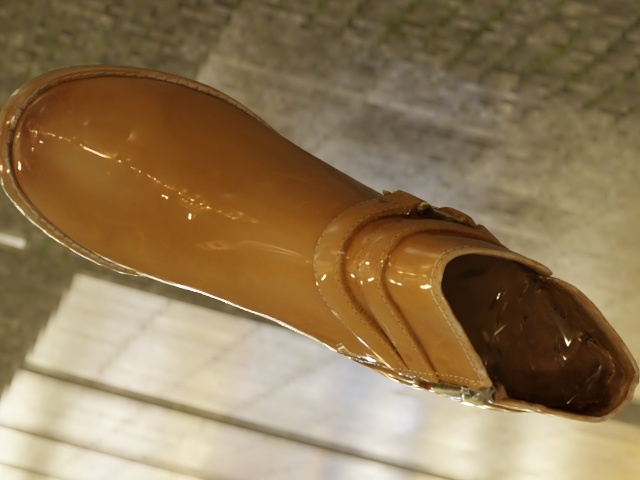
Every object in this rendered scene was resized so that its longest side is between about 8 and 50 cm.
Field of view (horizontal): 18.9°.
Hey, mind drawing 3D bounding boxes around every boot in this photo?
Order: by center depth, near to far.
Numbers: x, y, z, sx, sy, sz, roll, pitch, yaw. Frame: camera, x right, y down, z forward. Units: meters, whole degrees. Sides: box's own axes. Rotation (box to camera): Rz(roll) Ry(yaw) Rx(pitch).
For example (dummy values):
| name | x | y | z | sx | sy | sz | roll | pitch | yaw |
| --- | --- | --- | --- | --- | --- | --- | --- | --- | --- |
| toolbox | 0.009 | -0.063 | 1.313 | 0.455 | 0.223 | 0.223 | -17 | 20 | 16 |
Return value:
| name | x | y | z | sx | sy | sz | roll | pitch | yaw |
| --- | --- | --- | --- | --- | --- | --- | --- | --- | --- |
| boot | 0.000 | 0.000 | 0.628 | 0.197 | 0.073 | 0.152 | 21 | -179 | -27 |
